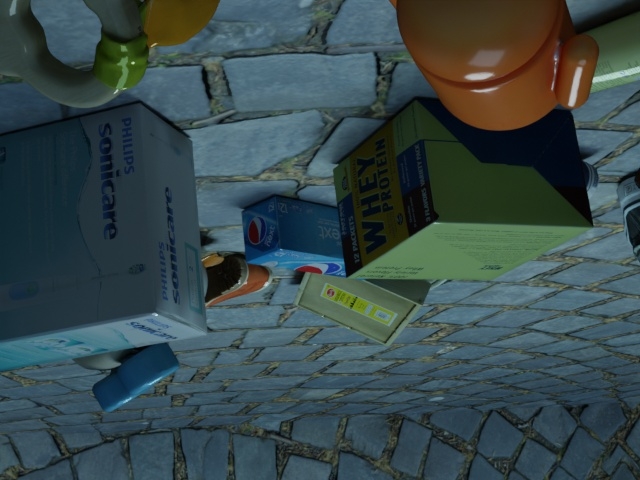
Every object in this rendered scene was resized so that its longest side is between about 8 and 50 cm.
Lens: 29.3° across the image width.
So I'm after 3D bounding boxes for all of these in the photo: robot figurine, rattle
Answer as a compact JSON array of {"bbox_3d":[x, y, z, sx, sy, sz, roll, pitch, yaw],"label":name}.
[{"bbox_3d":[0.135,-0.165,0.962,0.128,0.158,0.219,-27,159,11],"label":"robot figurine"},{"bbox_3d":[-0.204,-0.184,0.952,0.199,0.143,0.130,2,137,30],"label":"rattle"}]

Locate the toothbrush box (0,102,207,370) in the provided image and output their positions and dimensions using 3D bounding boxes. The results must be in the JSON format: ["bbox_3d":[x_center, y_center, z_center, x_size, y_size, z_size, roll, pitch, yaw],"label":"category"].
[{"bbox_3d":[-0.278,0.007,1.244,0.295,0.216,0.126,-12,163,17],"label":"toothbrush box"}]

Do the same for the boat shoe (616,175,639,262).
[{"bbox_3d":[0.469,0.006,1.665,0.121,0.119,0.335,-14,162,24],"label":"boat shoe"}]

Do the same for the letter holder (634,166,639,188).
[{"bbox_3d":[0.475,-0.100,1.313,0.152,0.214,0.302,22,178,28],"label":"letter holder"}]

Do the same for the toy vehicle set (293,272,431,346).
[{"bbox_3d":[0.054,0.079,1.784,0.166,0.035,0.267,24,161,0],"label":"toy vehicle set"}]

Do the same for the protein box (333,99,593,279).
[{"bbox_3d":[0.150,-0.048,1.343,0.200,0.136,0.201,1,162,-25],"label":"protein box"}]

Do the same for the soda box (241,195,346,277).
[{"bbox_3d":[0.000,0.000,1.567,0.210,0.071,0.067,10,157,-43],"label":"soda box"}]

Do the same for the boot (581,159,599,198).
[{"bbox_3d":[0.241,-0.055,1.497,0.086,0.069,0.190,16,146,-35],"label":"boot"}]

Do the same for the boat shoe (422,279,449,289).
[{"bbox_3d":[0.218,0.004,1.667,0.079,0.084,0.233,-13,171,-42],"label":"boat shoe"}]

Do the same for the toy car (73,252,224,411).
[{"bbox_3d":[-0.216,0.060,1.572,0.238,0.219,0.210,-30,177,-32],"label":"toy car"}]

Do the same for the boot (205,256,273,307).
[{"bbox_3d":[-0.142,0.068,1.780,0.158,0.059,0.084,-20,163,37],"label":"boot"}]

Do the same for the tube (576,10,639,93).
[{"bbox_3d":[0.237,-0.163,1.142,0.240,0.062,0.070,-16,118,45],"label":"tube"}]
